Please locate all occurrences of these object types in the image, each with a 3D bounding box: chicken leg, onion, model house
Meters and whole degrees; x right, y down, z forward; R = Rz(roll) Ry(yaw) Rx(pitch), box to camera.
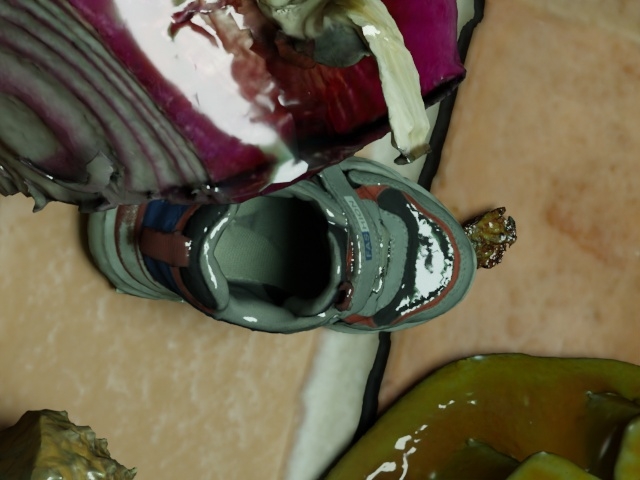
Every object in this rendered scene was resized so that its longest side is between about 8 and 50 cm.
[{"bbox_3d":[0.081,0.009,1.052,0.083,0.021,0.036,-38,121,-20],"label":"chicken leg"},{"bbox_3d":[-0.072,-0.141,0.838,0.256,0.272,0.230,-43,113,-58],"label":"onion"},{"bbox_3d":[0.145,0.158,0.978,0.268,0.239,0.173,-46,113,-16],"label":"model house"}]

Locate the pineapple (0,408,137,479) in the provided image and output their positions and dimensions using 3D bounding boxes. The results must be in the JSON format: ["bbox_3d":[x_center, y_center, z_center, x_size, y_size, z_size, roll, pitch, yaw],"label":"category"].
[{"bbox_3d":[-0.092,0.193,0.928,0.125,0.125,0.251,-49,121,-16],"label":"pineapple"}]

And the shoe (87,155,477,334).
[{"bbox_3d":[0.000,0.001,0.948,0.228,0.125,0.099,6,90,-28],"label":"shoe"}]
